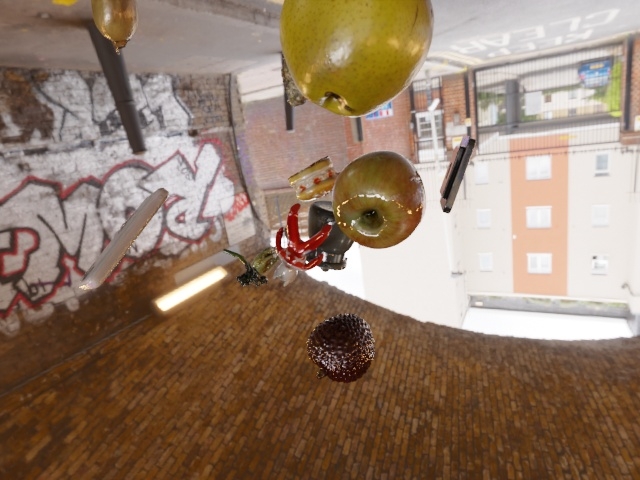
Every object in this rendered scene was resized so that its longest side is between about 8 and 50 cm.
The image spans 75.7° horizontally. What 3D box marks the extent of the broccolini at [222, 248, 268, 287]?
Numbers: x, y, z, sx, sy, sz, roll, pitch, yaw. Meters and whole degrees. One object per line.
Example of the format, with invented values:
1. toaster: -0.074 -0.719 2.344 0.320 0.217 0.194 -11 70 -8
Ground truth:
1. broccolini: -0.344 0.116 1.730 0.271 0.062 0.123 36 -159 30

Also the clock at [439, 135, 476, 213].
1. clock: 0.501 -0.253 1.543 0.049 0.279 0.273 18 -164 9

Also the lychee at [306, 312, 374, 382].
1. lychee: 0.083 0.435 1.657 0.304 0.276 0.275 -44 -149 -25

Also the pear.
1. pear: 0.088 -0.512 0.997 0.362 0.418 0.362 22 174 2

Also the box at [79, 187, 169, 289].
1. box: -0.472 -0.007 0.994 0.142 0.044 0.285 -14 -138 52

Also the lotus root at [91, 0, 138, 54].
1. lotus root: -0.563 -0.625 1.137 0.118 0.221 0.125 17 -148 13

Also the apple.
1. apple: 0.162 -0.117 1.124 0.264 0.264 0.264 -8 -165 2

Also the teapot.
1. teapot: 0.022 0.006 1.649 0.223 0.285 0.305 21 -158 28

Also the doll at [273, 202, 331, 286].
1. doll: -0.085 0.039 1.466 0.188 0.384 0.099 36 -132 5

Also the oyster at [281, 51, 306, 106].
1. oyster: -0.092 -0.674 1.653 0.092 0.260 0.198 -23 -139 -32

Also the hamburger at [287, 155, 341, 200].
1. hamburger: -0.010 -0.327 2.241 0.302 0.186 0.261 -34 -173 -22

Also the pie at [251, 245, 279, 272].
1. pie: -0.311 0.119 2.330 0.201 0.090 0.248 -52 169 31
